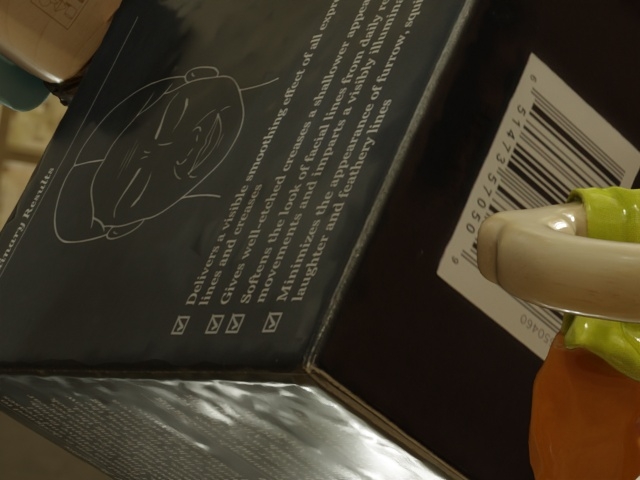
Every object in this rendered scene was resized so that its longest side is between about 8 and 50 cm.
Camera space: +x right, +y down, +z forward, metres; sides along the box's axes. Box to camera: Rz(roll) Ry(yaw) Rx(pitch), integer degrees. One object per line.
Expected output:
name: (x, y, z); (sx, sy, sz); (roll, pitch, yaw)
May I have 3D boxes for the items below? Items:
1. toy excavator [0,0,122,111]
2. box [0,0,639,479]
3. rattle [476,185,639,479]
toy excavator: (-0.302, -0.223, 1.544); (0.433, 0.222, 0.445); (-57, -143, -5)
box: (0.000, 0.000, 1.135); (0.395, 0.212, 0.293); (-3, -124, 52)
rattle: (0.143, 0.052, 0.689); (0.199, 0.130, 0.143); (16, -88, 49)
